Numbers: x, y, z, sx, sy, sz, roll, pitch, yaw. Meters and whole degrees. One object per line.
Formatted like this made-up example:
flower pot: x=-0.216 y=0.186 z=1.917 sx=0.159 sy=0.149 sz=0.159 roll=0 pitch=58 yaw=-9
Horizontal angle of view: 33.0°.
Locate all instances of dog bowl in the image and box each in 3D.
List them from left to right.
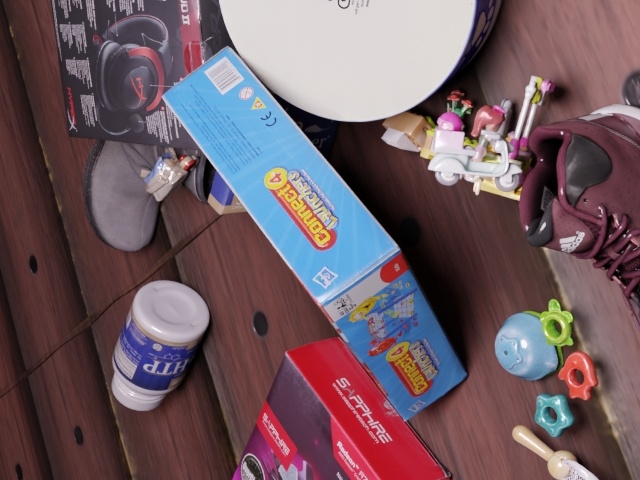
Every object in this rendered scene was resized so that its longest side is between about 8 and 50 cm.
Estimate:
dog bowl: x=0.037 y=-0.252 z=1.038 sx=0.265 sy=0.104 sz=0.264 roll=9 pitch=117 yaw=19

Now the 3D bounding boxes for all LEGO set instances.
LEGO set: x=0.149 y=-0.113 z=1.016 sx=0.287 sy=0.132 sz=0.107 roll=-113 pitch=37 yaw=-76

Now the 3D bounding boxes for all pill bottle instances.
pill bottle: x=-0.240 y=0.158 z=1.567 sx=0.112 sy=0.112 sz=0.186 roll=55 pitch=136 yaw=31

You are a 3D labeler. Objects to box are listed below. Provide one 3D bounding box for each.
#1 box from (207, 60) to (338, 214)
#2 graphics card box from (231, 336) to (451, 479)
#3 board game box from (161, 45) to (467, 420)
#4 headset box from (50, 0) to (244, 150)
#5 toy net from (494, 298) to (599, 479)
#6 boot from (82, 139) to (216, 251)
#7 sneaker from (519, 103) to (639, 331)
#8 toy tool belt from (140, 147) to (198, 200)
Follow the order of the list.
box: x=-0.041 y=-0.136 z=1.234 sx=0.036 sy=0.136 sz=0.225 roll=44 pitch=129 yaw=40
graphics card box: x=-0.006 y=0.331 z=1.313 sx=0.233 sy=0.094 sz=0.370 roll=50 pitch=134 yaw=34
board game box: x=0.000 y=0.000 z=1.099 sx=0.308 sy=0.086 sz=0.302 roll=52 pitch=177 yaw=34
headset box: x=-0.186 y=-0.229 z=1.306 sx=0.293 sy=0.110 sz=0.218 roll=8 pitch=111 yaw=38
toy net: x=0.234 y=0.174 z=1.015 sx=0.122 sy=0.045 sz=0.232 roll=-27 pitch=77 yaw=49
boot: x=-0.218 y=-0.095 z=1.502 sx=0.223 sy=0.118 sz=0.338 roll=31 pitch=129 yaw=34
sneaker: x=0.241 y=0.022 z=0.875 sx=0.106 sy=0.163 sz=0.281 roll=-43 pitch=63 yaw=47
toy tool belt: x=-0.201 y=-0.094 z=1.402 sx=0.051 sy=0.052 sz=0.083 roll=47 pitch=128 yaw=4
